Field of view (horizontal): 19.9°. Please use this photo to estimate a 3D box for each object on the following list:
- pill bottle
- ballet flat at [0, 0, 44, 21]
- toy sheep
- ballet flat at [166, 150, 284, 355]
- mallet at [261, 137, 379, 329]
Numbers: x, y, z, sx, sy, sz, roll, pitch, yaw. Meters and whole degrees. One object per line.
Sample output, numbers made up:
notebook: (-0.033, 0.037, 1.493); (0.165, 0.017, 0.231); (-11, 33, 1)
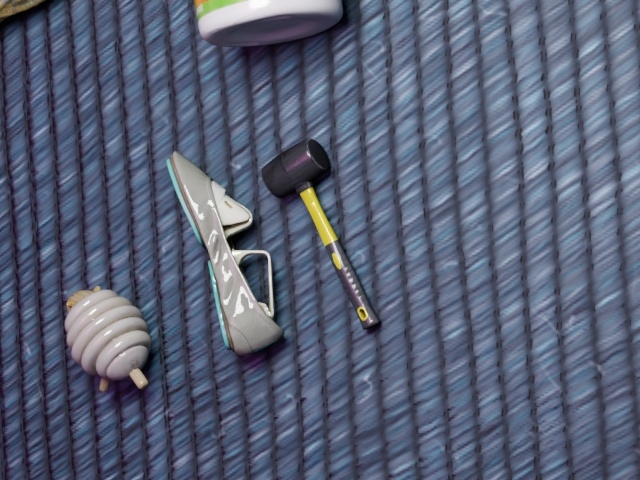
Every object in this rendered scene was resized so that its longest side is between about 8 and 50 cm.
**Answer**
pill bottle: (-0.063, -0.315, 1.708); (0.136, 0.136, 0.245); (-12, 83, 30)
ballet flat: (-0.396, -0.256, 1.921); (0.349, 0.123, 0.123); (-26, 77, 29)
toy sheep: (-0.211, 0.100, 1.828); (0.132, 0.091, 0.091); (46, 112, 22)
ballet flat: (-0.087, 0.006, 1.773); (0.068, 0.072, 0.213); (-19, 80, 2)
mallet: (0.000, 0.000, 1.731); (0.062, 0.039, 0.189); (-23, 82, 28)
